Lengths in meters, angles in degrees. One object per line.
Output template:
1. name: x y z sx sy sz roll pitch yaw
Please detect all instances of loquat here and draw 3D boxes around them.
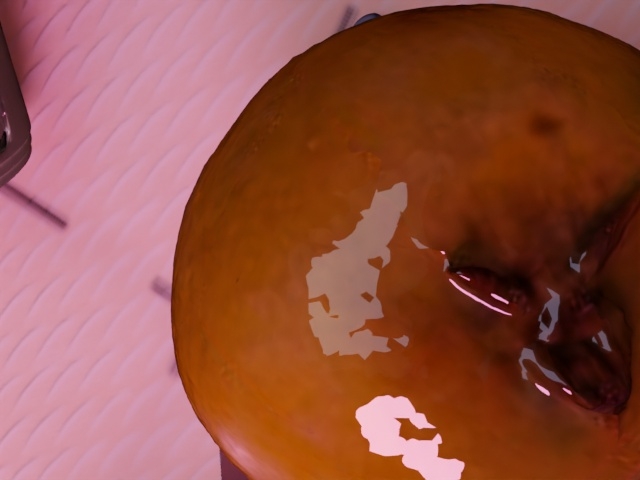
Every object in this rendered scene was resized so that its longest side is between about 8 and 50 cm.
1. loquat: 0.071 0.026 1.064 0.359 0.328 0.328 -158 73 -71

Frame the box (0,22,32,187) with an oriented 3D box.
1. box: -0.324 -0.104 1.284 0.226 0.226 0.149 -1 116 29

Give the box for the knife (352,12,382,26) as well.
1. knife: 0.000 0.000 1.248 0.044 0.019 0.313 16 99 34

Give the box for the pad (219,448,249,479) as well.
1. pad: -0.021 0.155 1.274 0.113 0.006 0.188 -6 88 30
